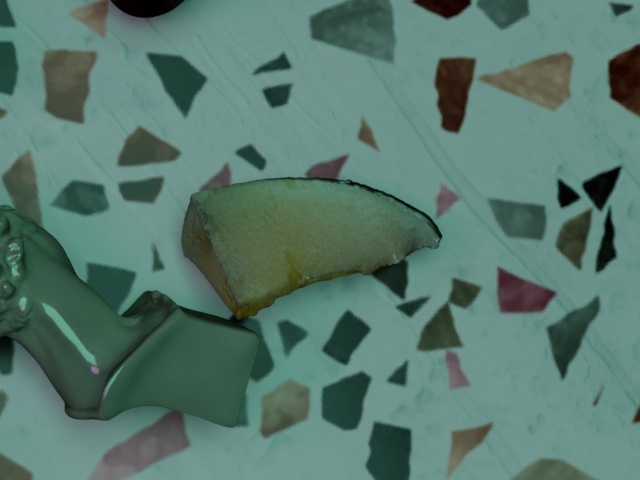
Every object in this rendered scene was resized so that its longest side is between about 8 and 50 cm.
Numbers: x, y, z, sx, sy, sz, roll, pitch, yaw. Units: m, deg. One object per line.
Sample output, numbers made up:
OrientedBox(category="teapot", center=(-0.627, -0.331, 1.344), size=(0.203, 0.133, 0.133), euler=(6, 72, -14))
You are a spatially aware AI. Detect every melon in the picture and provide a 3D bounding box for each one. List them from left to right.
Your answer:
OrientedBox(category="melon", center=(-0.006, -0.005, 1.339), size=(0.182, 0.054, 0.098), euler=(-18, 52, -29))

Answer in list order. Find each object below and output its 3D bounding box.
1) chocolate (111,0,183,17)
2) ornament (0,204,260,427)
OrientedBox(category="chocolate", center=(-0.126, -0.239, 1.350), size=(0.125, 0.080, 0.148), euler=(-19, 78, -25))
OrientedBox(category="ornament", center=(-0.181, 0.054, 1.267), size=(0.285, 0.130, 0.120), euler=(28, 83, -6))
